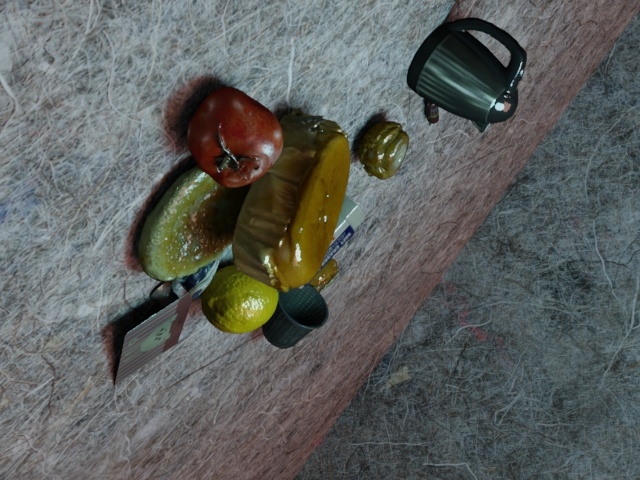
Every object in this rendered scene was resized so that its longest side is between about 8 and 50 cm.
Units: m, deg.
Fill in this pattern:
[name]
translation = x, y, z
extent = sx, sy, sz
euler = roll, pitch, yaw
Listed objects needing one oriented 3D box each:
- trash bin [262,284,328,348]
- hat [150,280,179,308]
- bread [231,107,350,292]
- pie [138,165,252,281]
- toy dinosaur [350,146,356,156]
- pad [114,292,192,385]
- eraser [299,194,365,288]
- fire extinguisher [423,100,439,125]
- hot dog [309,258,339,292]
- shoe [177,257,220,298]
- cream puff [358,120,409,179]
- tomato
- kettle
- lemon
[trash bin]
translation = -0.087, 0.229, 2.380
extent = 0.175, 0.175, 0.161
euler = -24, 159, -48
[hat]
translation = -0.347, 0.131, 1.829
extent = 0.058, 0.042, 0.087
euler = -42, 158, -20
[bread]
translation = -0.048, -0.084, 1.721
extent = 0.236, 0.183, 0.389
euler = 78, 31, -72
[pie]
translation = -0.247, -0.056, 1.679
extent = 0.323, 0.070, 0.323
euler = -41, 154, -25
[toy dinosaur]
translation = 0.037, -0.151, 2.131
extent = 0.220, 0.032, 0.108
euler = -61, 155, 4
[pad]
translation = -0.392, 0.232, 1.896
extent = 0.202, 0.005, 0.300
euler = -35, 165, -34
[eraser]
translation = 0.000, 0.000, 2.244
extent = 0.279, 0.081, 0.124
euler = -48, 159, -3
[fire extinguisher]
translation = 0.315, -0.378, 2.288
extent = 0.056, 0.039, 0.132
euler = -55, 161, -11
[hot dog]
translation = 0.005, 0.117, 2.489
extent = 0.140, 0.060, 0.090
euler = -32, 149, -30
[shoe]
translation = -0.276, 0.067, 1.826
extent = 0.064, 0.071, 0.143
euler = -42, -166, 39
[cream puff]
translation = 0.160, -0.239, 2.106
extent = 0.150, 0.115, 0.165
euler = -31, 144, -54
[tomato]
translation = -0.167, -0.194, 1.495
extent = 0.186, 0.152, 0.187
euler = -3, 145, -2
[kettle]
translation = 0.398, -0.417, 2.054
extent = 0.251, 0.271, 0.207
euler = -54, 159, 16
[lemon]
translation = -0.197, 0.140, 1.966
extent = 0.181, 0.180, 0.193
euler = -50, 157, 3
